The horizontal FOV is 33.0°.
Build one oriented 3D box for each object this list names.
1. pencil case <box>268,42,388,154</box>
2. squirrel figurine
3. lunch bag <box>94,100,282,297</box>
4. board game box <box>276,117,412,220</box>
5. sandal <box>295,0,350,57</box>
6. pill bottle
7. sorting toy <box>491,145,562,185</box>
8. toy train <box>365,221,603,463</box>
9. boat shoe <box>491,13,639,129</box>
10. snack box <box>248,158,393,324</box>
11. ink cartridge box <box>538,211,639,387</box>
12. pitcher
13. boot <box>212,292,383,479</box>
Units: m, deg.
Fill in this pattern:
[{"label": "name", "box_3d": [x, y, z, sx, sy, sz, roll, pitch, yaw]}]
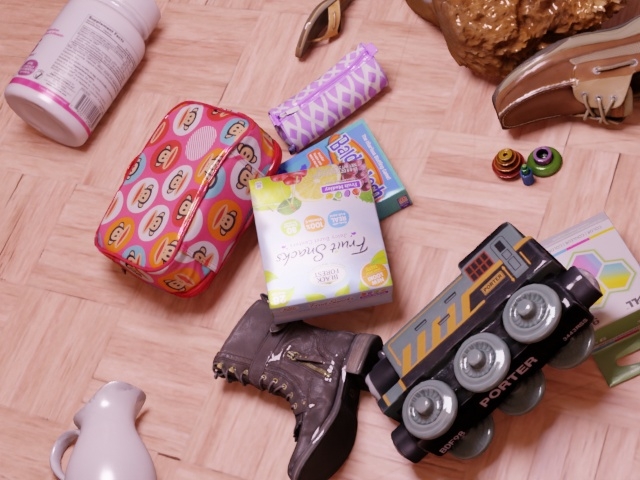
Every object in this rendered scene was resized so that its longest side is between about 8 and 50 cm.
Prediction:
[{"label": "pencil case", "box_3d": [0.010, -0.228, 1.721, 0.206, 0.088, 0.086, -38, 57, -4]}, {"label": "squirrel figurine", "box_3d": [0.330, -0.453, 1.664, 0.371, 0.281, 0.397, -23, 67, -6]}, {"label": "lunch bag", "box_3d": [-0.220, -0.073, 1.672, 0.258, 0.120, 0.293, 20, 75, 44]}, {"label": "board game box", "box_3d": [0.011, -0.073, 1.654, 0.210, 0.047, 0.160, -29, 55, 2]}, {"label": "sandal", "box_3d": [0.021, -0.375, 1.823, 0.049, 0.072, 0.180, 38, 74, 11]}, {"label": "pill bottle", "box_3d": [-0.408, -0.319, 1.886, 0.160, 0.160, 0.283, 20, 69, 29]}, {"label": "sorting toy", "box_3d": [0.299, -0.116, 1.575, 0.102, 0.042, 0.061, -9, 59, 15]}, {"label": "toy train", "box_3d": [0.203, 0.133, 1.390, 0.334, 0.142, 0.190, -45, 44, 12]}, {"label": "boat shoe", "box_3d": [0.411, -0.232, 1.556, 0.324, 0.122, 0.119, -23, 65, 8]}, {"label": "snack box", "box_3d": [0.000, 0.000, 1.536, 0.175, 0.070, 0.207, -12, 66, -1]}, {"label": "ink cartridge box", "box_3d": [0.376, 0.075, 1.422, 0.109, 0.062, 0.209, -26, 56, 4]}, {"label": "pitcher", "box_3d": [-0.312, 0.326, 1.511, 0.178, 0.125, 0.207, -37, 42, 22]}, {"label": "boot", "box_3d": [-0.053, 0.205, 1.500, 0.229, 0.091, 0.263, 11, 56, 27]}]
